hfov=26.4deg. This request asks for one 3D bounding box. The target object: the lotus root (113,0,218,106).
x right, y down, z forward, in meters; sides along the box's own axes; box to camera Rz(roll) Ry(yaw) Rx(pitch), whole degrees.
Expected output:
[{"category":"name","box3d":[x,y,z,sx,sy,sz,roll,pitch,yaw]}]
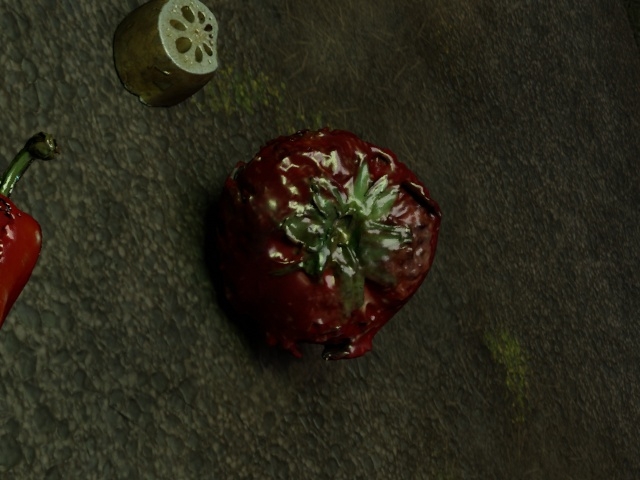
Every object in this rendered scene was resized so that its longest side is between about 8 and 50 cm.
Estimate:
[{"category":"lotus root","box3d":[-0.174,-0.218,1.546,0.112,0.081,0.122,20,59,-40]}]

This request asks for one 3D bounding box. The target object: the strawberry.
[{"category":"strawberry","box3d":[0.000,0.000,1.584,0.274,0.220,0.274,-3,101,-19]}]

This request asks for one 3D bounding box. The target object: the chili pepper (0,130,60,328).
[{"category":"chili pepper","box3d":[-0.325,0.067,1.193,0.110,0.110,0.387,43,49,-35]}]
